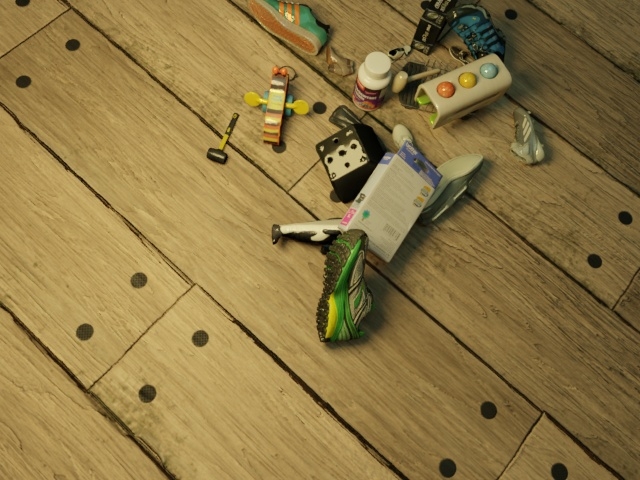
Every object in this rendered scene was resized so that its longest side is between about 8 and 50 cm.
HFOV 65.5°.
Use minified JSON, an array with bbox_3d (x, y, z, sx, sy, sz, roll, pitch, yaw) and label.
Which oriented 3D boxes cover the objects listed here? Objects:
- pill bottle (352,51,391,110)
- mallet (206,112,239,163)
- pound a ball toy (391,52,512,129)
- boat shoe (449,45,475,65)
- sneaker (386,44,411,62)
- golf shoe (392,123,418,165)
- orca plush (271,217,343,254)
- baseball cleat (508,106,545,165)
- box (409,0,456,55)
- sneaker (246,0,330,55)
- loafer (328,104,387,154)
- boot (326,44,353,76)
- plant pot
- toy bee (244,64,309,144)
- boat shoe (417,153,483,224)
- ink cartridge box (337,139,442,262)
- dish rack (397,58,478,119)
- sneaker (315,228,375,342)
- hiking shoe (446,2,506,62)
[{"bbox_3d":[0.168,-0.513,1.602,0.108,0.193,0.108,1,72,-4],"label":"pill bottle"},{"bbox_3d":[-0.312,-0.333,1.590,0.062,0.039,0.190,13,68,-5],"label":"mallet"},{"bbox_3d":[0.413,-0.505,1.580,0.319,0.136,0.208,-25,76,-10],"label":"pound a ball toy"},{"bbox_3d":[0.507,-0.648,1.756,0.046,0.038,0.125,-36,79,-14],"label":"boat shoe"},{"bbox_3d":[0.274,-0.655,1.735,0.109,0.044,0.040,-32,76,-15],"label":"sneaker"},{"bbox_3d":[0.283,-0.310,1.608,0.069,0.086,0.176,-14,73,-7],"label":"golf shoe"},{"bbox_3d":[0.000,0.000,1.480,0.287,0.151,0.102,-7,106,-12],"label":"orca plush"},{"bbox_3d":[0.671,-0.349,1.662,0.109,0.072,0.206,-18,72,-3],"label":"baseball cleat"},{"bbox_3d":[0.397,-0.766,1.726,0.077,0.147,0.180,29,74,4],"label":"box"},{"bbox_3d":[-0.105,-0.764,1.707,0.302,0.108,0.121,34,72,-3],"label":"sneaker"},{"bbox_3d":[0.122,-0.343,1.614,0.223,0.076,0.078,44,90,7],"label":"loafer"},{"bbox_3d":[0.068,-0.617,1.710,0.087,0.042,0.118,-1,74,-12],"label":"boot"},{"bbox_3d":[0.089,-0.243,1.490,0.188,0.167,0.187,-27,78,15],"label":"plant pot"},{"bbox_3d":[-0.145,-0.467,1.579,0.195,0.162,0.298,-12,74,-7],"label":"toy bee"},{"bbox_3d":[0.408,-0.168,1.587,0.319,0.116,0.099,-39,123,-21],"label":"boat shoe"},{"bbox_3d":[0.205,-0.113,1.431,0.186,0.065,0.311,36,87,-28],"label":"ink cartridge box"},{"bbox_3d":[0.403,-0.523,1.690,0.271,0.074,0.208,12,72,-1],"label":"dish rack"},{"bbox_3d":[0.083,0.125,1.384,0.146,0.134,0.344,3,115,-16],"label":"sneaker"},{"bbox_3d":[0.536,-0.677,1.664,0.304,0.113,0.132,14,67,-37],"label":"hiking shoe"}]
